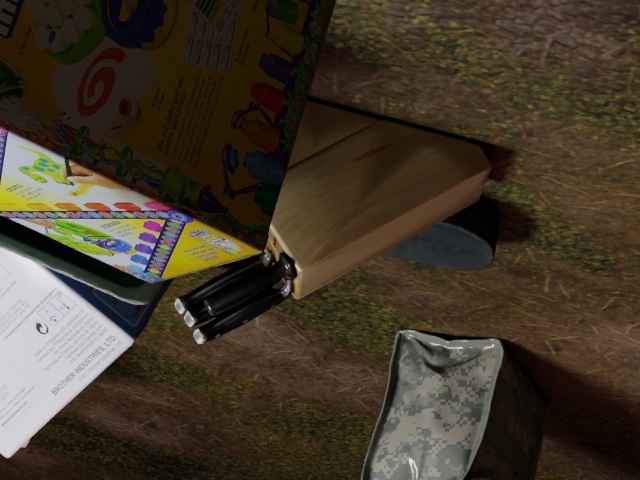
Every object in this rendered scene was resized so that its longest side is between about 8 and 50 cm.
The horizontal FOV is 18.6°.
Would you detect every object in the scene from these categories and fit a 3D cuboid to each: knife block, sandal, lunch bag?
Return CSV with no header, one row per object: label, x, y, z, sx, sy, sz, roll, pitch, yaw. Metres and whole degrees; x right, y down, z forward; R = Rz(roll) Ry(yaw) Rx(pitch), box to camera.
knife block,0.000,0.000,1.835,0.275,0.242,0.088,15,161,1
sandal,-0.044,-0.023,2.001,0.445,0.107,0.167,12,160,11
lunch bag,0.164,0.285,2.410,0.169,0.287,0.235,5,157,26

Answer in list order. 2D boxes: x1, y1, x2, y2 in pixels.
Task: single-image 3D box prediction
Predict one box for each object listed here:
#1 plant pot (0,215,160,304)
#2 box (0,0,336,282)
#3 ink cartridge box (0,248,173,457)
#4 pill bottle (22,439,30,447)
plant pot,-0.249,-0.111,1.749,0.247,0.248,0.252,24,176,-22
box,-0.159,-0.162,1.453,0.279,0.290,0.177,27,158,-27
ink cartridge box,-0.383,0.004,2.032,0.395,0.151,0.270,39,129,-12
pill bottle,-0.551,0.151,2.687,0.363,0.210,0.210,18,160,-9
